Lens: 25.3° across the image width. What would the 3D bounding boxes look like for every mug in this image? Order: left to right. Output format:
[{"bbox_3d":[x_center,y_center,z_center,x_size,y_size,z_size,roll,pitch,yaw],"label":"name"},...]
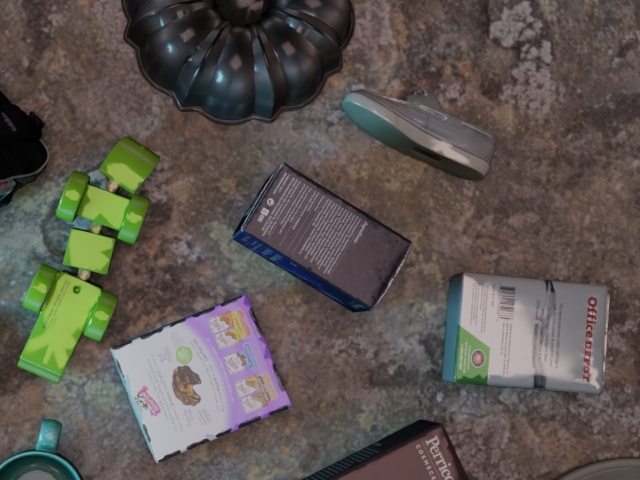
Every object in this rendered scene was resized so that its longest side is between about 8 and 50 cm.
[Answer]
[{"bbox_3d":[-0.359,0.326,1.852,0.129,0.097,0.158,45,81,-2],"label":"mug"}]

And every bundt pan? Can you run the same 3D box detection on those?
[{"bbox_3d":[-0.104,-0.326,1.928,0.331,0.124,0.330,1,85,-9],"label":"bundt pan"}]

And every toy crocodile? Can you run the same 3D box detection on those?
[{"bbox_3d":[-0.308,0.022,1.890,0.115,0.105,0.340,20,88,-6],"label":"toy crocodile"}]

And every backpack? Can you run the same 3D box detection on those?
[{"bbox_3d":[-0.487,-0.120,1.795,0.191,0.253,0.225,-40,93,11],"label":"backpack"}]

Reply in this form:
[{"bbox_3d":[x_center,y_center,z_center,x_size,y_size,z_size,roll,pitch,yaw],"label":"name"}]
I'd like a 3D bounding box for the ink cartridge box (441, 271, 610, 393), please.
[{"bbox_3d":[0.281,0.129,1.961,0.208,0.087,0.153,6,84,-6],"label":"ink cartridge box"}]

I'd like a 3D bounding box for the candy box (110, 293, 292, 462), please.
[{"bbox_3d":[-0.160,0.183,1.905,0.196,0.070,0.164,-21,89,-10],"label":"candy box"}]

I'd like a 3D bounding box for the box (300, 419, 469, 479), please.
[{"bbox_3d":[0.023,0.404,1.880,0.381,0.143,0.191,-26,89,-11],"label":"box"}]

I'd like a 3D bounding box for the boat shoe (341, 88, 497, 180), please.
[{"bbox_3d":[0.140,-0.163,1.977,0.228,0.079,0.081,26,73,-10],"label":"boat shoe"}]

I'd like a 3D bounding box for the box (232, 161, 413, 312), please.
[{"bbox_3d":[0.000,0.000,1.900,0.207,0.153,0.108,32,82,-4],"label":"box"}]

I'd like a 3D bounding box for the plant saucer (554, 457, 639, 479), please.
[{"bbox_3d":[0.436,0.501,1.947,0.401,0.100,0.400,1,86,-7],"label":"plant saucer"}]
